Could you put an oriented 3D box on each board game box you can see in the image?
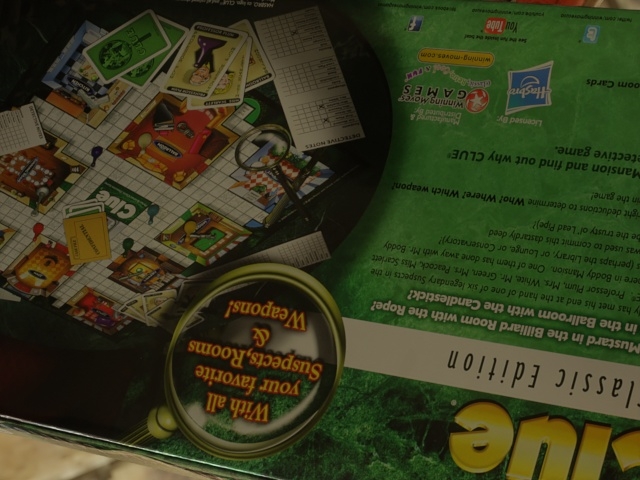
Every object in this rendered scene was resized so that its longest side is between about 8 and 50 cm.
[{"bbox_3d":[0.000,0.000,0.497,0.259,0.136,0.030,9,162,33],"label":"board game box"}]

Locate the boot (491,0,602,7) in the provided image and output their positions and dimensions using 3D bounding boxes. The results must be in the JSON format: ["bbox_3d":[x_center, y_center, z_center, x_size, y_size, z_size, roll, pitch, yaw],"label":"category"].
[{"bbox_3d":[0.064,-0.092,0.691,0.084,0.059,0.158,-16,125,-50],"label":"boot"}]
